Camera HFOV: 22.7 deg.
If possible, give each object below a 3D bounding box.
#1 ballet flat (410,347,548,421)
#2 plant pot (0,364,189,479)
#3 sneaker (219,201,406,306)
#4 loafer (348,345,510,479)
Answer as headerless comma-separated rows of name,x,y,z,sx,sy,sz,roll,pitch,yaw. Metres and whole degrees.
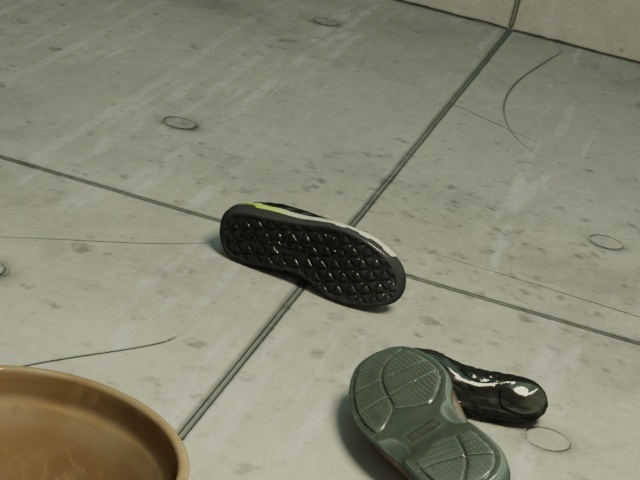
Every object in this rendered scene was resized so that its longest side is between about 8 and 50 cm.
ballet flat,0.134,0.145,1.544,0.173,0.057,0.049,15,-19,4
plant pot,-0.218,0.191,1.142,0.237,0.110,0.237,10,22,-4
sneaker,0.000,0.000,1.761,0.234,0.084,0.097,21,22,22
loafer,0.096,0.184,1.398,0.096,0.084,0.267,-25,26,-6
